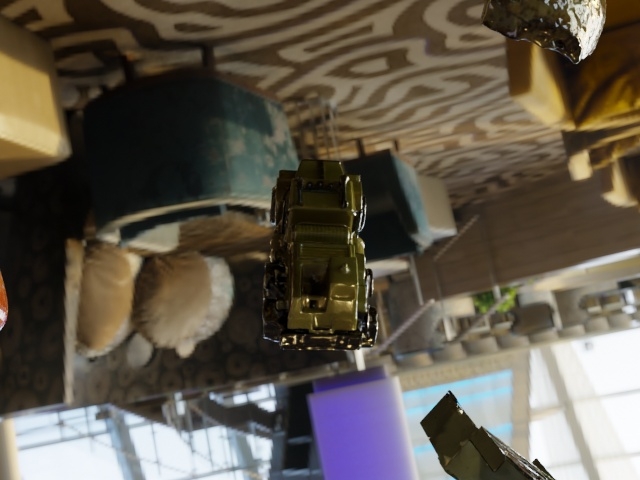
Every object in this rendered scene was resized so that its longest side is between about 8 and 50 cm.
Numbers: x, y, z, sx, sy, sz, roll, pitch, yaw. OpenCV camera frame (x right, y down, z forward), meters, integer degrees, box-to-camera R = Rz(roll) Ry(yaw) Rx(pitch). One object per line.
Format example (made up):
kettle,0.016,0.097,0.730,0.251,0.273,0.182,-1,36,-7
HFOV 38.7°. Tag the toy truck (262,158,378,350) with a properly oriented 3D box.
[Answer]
toy truck,0.000,0.002,1.052,0.127,0.257,0.127,2,132,-3

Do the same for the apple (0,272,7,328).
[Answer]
apple,-0.411,0.058,0.963,0.156,0.147,0.158,-27,143,18

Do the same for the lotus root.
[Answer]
lotus root,0.303,-0.373,1.235,0.210,0.314,0.142,13,126,-14

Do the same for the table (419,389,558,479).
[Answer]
table,0.195,0.247,0.951,0.062,0.146,0.175,-50,-164,5
